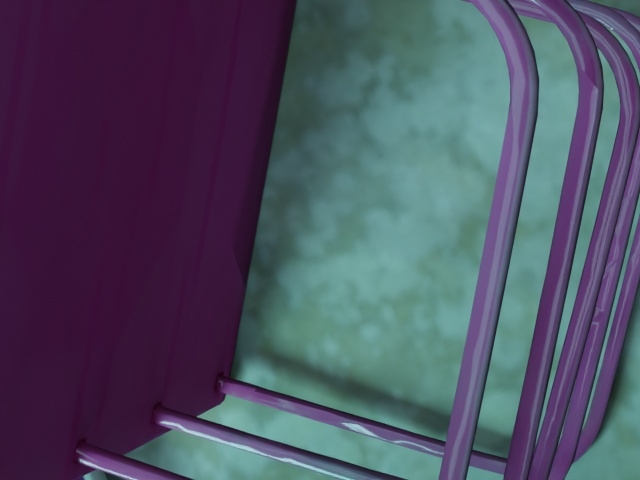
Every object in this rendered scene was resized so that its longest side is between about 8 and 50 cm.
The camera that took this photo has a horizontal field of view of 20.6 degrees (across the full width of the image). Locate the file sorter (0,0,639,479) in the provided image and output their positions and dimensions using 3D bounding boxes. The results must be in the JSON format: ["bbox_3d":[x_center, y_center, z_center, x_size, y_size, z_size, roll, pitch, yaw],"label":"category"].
[{"bbox_3d":[0.000,0.000,0.563,0.182,0.290,0.202,13,100,16],"label":"file sorter"}]

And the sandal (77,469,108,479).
[{"bbox_3d":[-0.267,0.212,0.741,0.416,0.102,0.169,-31,74,9],"label":"sandal"}]
